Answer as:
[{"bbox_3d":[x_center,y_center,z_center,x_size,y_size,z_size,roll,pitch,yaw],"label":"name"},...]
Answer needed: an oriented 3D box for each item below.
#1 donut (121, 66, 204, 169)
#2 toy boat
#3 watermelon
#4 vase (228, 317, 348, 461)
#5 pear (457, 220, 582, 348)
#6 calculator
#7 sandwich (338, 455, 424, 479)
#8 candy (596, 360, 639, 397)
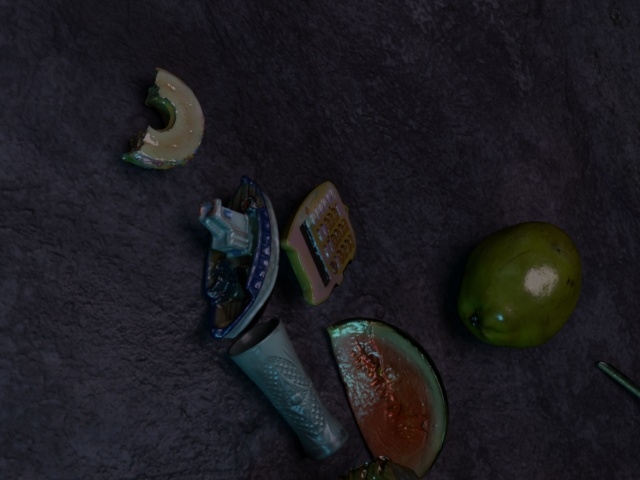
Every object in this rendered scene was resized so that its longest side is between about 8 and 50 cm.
[{"bbox_3d":[-0.235,-0.173,1.783,0.108,0.065,0.166,25,62,-29],"label":"donut"},{"bbox_3d":[-0.135,0.022,1.763,0.115,0.114,0.262,14,72,-47],"label":"toy boat"},{"bbox_3d":[0.147,0.249,1.901,0.159,0.128,0.303,-20,89,-39],"label":"watermelon"},{"bbox_3d":[-0.043,0.234,1.791,0.096,0.096,0.219,-43,106,-37],"label":"vase"},{"bbox_3d":[0.356,0.075,2.062,0.269,0.212,0.212,-39,101,-31],"label":"pear"},{"bbox_3d":[0.000,0.000,1.885,0.157,0.033,0.236,67,31,-18],"label":"calculator"},{"bbox_3d":[0.164,0.485,1.754,0.325,0.131,0.262,33,31,-53],"label":"sandwich"},{"bbox_3d":[0.666,0.332,2.312,0.323,0.097,0.097,38,57,-12],"label":"candy"}]
